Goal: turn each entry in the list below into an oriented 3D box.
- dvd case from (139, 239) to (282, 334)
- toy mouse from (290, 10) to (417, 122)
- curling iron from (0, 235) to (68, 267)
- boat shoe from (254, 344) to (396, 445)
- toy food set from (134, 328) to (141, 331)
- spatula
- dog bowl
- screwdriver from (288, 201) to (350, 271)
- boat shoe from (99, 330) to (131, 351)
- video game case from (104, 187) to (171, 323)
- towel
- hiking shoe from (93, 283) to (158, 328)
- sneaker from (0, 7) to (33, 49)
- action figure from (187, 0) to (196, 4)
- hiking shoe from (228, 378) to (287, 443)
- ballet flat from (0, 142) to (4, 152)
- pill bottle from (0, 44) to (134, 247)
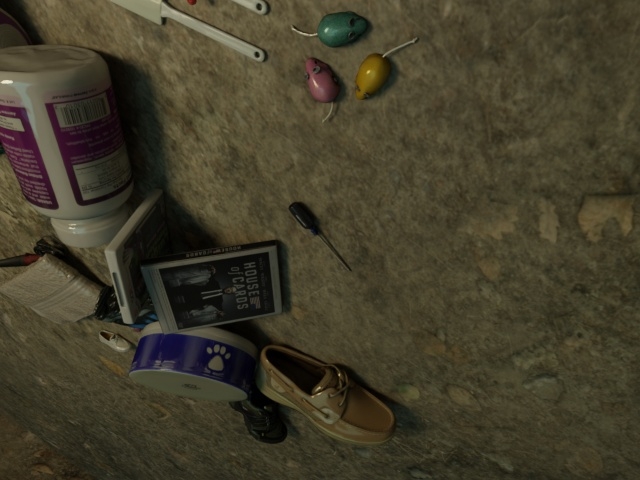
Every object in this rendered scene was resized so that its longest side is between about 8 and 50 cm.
[{"bbox_3d":[-0.196,0.091,0.770,0.238,0.029,0.179,-8,127,-10],"label":"dvd case"},{"bbox_3d":[0.016,-0.233,0.522,0.143,0.031,0.161,36,129,-7],"label":"toy mouse"},{"bbox_3d":[-0.727,0.037,0.998,0.274,0.035,0.068,-11,127,26],"label":"curling iron"},{"bbox_3d":[0.013,0.339,0.889,0.341,0.121,0.110,21,130,6],"label":"boat shoe"},{"bbox_3d":[-0.451,0.224,1.047,0.122,0.019,0.078,29,130,-12],"label":"toy food set"},{"bbox_3d":[-0.168,-0.346,0.517,0.242,0.019,0.168,26,129,1],"label":"spatula"},{"bbox_3d":[-0.279,0.278,0.907,0.265,0.104,0.265,5,148,3],"label":"dog bowl"},{"bbox_3d":[0.000,0.000,0.709,0.025,0.024,0.170,-34,113,5],"label":"screwdriver"},{"bbox_3d":[-0.573,0.278,1.122,0.100,0.035,0.035,22,133,13],"label":"boat shoe"},{"bbox_3d":[-0.323,0.025,0.740,0.022,0.190,0.173,9,128,-1],"label":"video game case"},{"bbox_3d":[-0.675,0.134,1.022,0.282,0.049,0.187,-21,128,32],"label":"towel"},{"bbox_3d":[-0.343,0.133,0.903,0.304,0.113,0.132,-7,153,17],"label":"hiking shoe"},{"bbox_3d":[-0.554,-0.373,0.579,0.152,0.114,0.305,5,126,16],"label":"sneaker"},{"bbox_3d":[-0.198,-0.347,0.501,0.038,0.030,0.115,-28,117,32],"label":"action figure"},{"bbox_3d":[-0.146,0.454,1.057,0.114,0.086,0.227,-21,114,35],"label":"hiking shoe"},{"bbox_3d":[-0.675,-0.186,0.819,0.114,0.041,0.041,-14,119,28],"label":"ballet flat"},{"bbox_3d":[-0.408,-0.141,0.662,0.169,0.169,0.301,15,128,10],"label":"pill bottle"}]
